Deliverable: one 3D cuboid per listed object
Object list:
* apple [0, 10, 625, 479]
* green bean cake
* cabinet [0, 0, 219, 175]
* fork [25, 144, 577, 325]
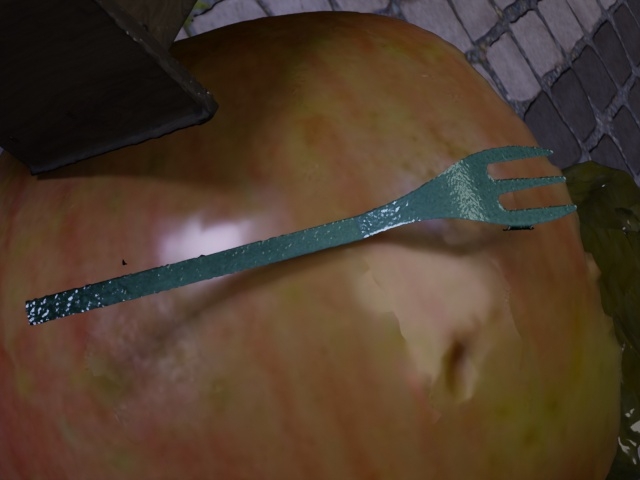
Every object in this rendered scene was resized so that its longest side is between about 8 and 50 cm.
[{"bbox_3d":[-0.024,0.033,0.492,0.252,0.314,0.309,-109,177,-87],"label":"apple"},{"bbox_3d":[0.216,0.069,0.753,0.236,0.124,0.232,-39,101,-48],"label":"green bean cake"},{"bbox_3d":[-0.129,-0.165,0.377,0.215,0.148,0.174,42,56,-33],"label":"cabinet"},{"bbox_3d":[0.001,-0.001,0.366,0.235,0.021,0.039,-15,71,-15],"label":"fork"}]
